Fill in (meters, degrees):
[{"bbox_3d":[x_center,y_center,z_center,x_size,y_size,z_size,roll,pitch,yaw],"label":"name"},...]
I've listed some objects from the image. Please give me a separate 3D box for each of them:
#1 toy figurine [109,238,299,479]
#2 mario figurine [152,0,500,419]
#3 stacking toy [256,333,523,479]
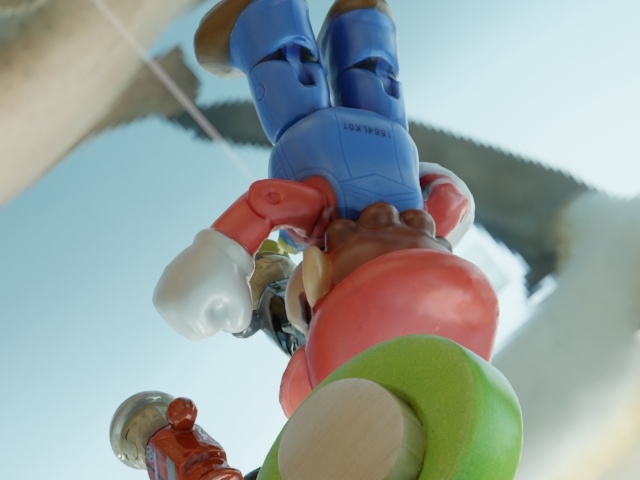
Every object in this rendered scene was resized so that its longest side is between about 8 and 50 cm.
[{"bbox_3d":[-0.019,0.129,1.419,0.209,0.213,0.148,-55,-144,0],"label":"toy figurine"},{"bbox_3d":[0.000,0.000,1.195,0.198,0.170,0.320,-14,-127,1],"label":"mario figurine"},{"bbox_3d":[-0.052,0.147,0.769,0.309,0.130,0.279,-34,-147,23],"label":"stacking toy"}]
